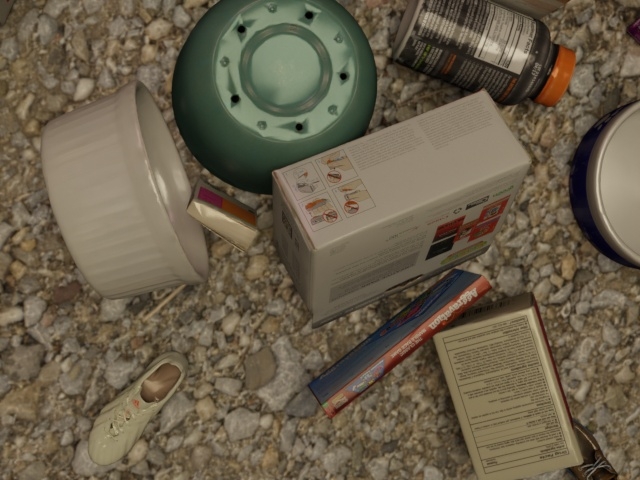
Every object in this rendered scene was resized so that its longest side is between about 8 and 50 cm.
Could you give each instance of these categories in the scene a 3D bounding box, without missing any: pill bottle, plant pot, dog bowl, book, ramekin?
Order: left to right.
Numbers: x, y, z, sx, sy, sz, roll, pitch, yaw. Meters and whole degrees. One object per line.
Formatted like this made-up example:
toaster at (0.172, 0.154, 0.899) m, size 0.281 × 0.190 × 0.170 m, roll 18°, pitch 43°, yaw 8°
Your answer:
ramekin at (-0.252, -0.057, 1.233) m, size 0.135 × 0.277 × 0.277 m, roll -18°, pitch 93°, yaw 2°
book at (-0.134, -0.041, 1.300) m, size 0.096 × 0.144 × 0.035 m, roll 31°, pitch 102°, yaw -10°
plant pot at (-0.054, -0.210, 1.267) m, size 0.293 × 0.235 × 0.293 m, roll 0°, pitch 91°, yaw -8°
pill bottle at (0.237, -0.273, 1.354) m, size 0.246 × 0.130 × 0.130 m, roll 21°, pitch 88°, yaw -7°
dog bowl at (0.510, -0.083, 1.403) m, size 0.265 × 0.104 × 0.264 m, roll 0°, pitch 91°, yaw -7°

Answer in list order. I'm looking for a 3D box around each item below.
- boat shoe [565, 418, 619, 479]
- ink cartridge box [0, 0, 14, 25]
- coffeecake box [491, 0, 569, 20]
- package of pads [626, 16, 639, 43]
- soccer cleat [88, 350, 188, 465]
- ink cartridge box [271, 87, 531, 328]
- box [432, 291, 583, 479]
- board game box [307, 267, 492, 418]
boat shoe at (0.411, 0.345, 1.416) m, size 0.066 × 0.066 × 0.183 m, roll -36°, pitch 95°, yaw -5°
ink cartridge box at (-0.425, -0.497, 1.194) m, size 0.160 × 0.279 × 0.384 m, roll 23°, pitch 88°, yaw -6°
coffeecake box at (0.266, -0.370, 1.327) m, size 0.142 × 0.185 × 0.068 m, roll 20°, pitch 89°, yaw -7°
package of pads at (0.506, -0.301, 1.425) m, size 0.083 × 0.050 × 0.032 m, roll 44°, pitch 86°, yaw -6°
soccer cleat at (-0.260, 0.235, 1.328) m, size 0.068 × 0.076 × 0.196 m, roll 40°, pitch 87°, yaw -6°
ink cartridge box at (0.098, -0.033, 1.296) m, size 0.309 × 0.272 × 0.130 m, roll -22°, pitch 66°, yaw -13°
box at (0.266, 0.208, 1.349) m, size 0.149 × 0.127 × 0.232 m, roll -17°, pitch 94°, yaw 13°
board game box at (0.107, 0.139, 1.337) m, size 0.281 × 0.145 × 0.027 m, roll -38°, pitch 98°, yaw -5°
